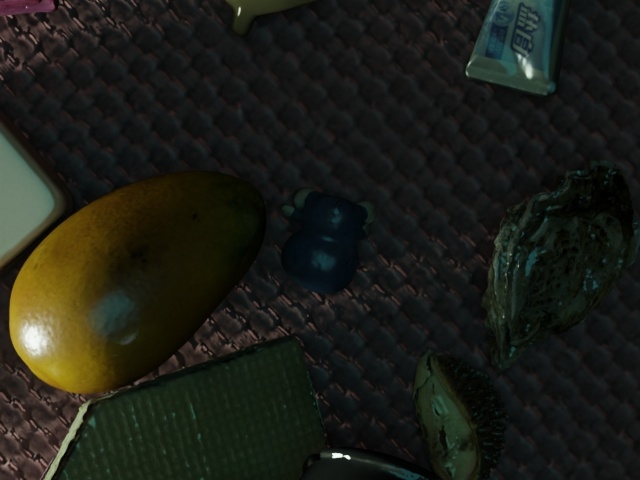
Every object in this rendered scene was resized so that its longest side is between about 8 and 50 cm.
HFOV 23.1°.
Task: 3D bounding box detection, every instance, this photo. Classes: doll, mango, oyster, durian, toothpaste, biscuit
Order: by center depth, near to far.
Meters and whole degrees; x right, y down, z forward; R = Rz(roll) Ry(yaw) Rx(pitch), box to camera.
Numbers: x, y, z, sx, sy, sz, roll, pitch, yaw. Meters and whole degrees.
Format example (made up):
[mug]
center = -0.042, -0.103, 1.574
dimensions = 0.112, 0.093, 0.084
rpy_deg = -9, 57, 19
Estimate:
[biscuit]
center = -0.110, 0.179, 1.217
dimensions = 0.252, 0.052, 0.150
rpy_deg = -18, 90, -30
[mango]
center = -0.144, 0.025, 1.220
dimensions = 0.221, 0.151, 0.120
rpy_deg = -44, 132, -19
[doll]
center = 0.000, 0.000, 1.270
dimensions = 0.076, 0.050, 0.083
rpy_deg = 15, 92, 3
[oyster]
center = 0.189, 0.016, 1.270
dimensions = 0.177, 0.064, 0.125
rpy_deg = -38, 106, -11
[toothpaste]
center = 0.187, -0.253, 1.273
dimensions = 0.069, 0.047, 0.268
rpy_deg = 13, 94, -14
[durian]
center = 0.119, 0.149, 1.286
dimensions = 0.066, 0.052, 0.130
rpy_deg = -14, 88, 37

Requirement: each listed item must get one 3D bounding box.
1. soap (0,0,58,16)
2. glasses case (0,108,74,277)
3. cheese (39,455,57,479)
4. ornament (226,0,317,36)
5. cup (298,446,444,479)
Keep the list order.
[soap]
center = -0.340, -0.255, 1.232
dimensions = 0.250, 0.099, 0.162
rpy_deg = -5, 91, -2
[glasses case]
center = -0.364, 0.028, 1.247
dimensions = 0.336, 0.076, 0.144
rpy_deg = -39, 92, 0
[cheese]
center = -0.125, 0.257, 1.254
dimensions = 0.244, 0.062, 0.155
rpy_deg = 34, 62, -13
[ornament]
center = -0.052, -0.308, 1.242
dimensions = 0.230, 0.061, 0.245
rpy_deg = 38, 103, -9
[cup]
center = 0.006, 0.244, 1.159
dimensions = 0.223, 0.169, 0.176
rpy_deg = 21, 64, 8
